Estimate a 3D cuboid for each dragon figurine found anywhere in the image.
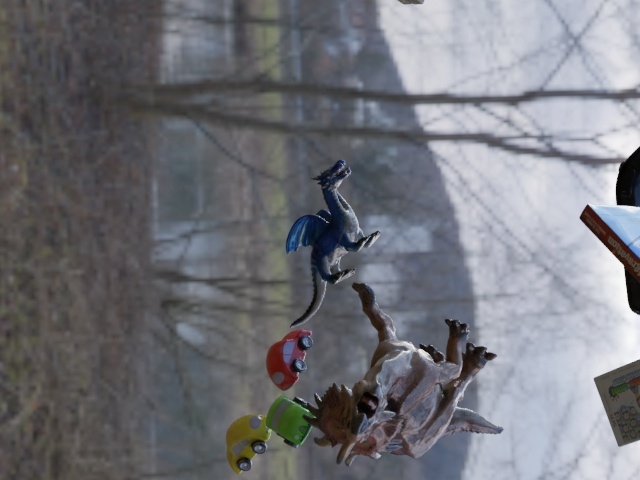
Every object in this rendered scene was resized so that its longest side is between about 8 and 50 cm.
[{"bbox_3d":[0.000,0.000,2.224,0.289,0.144,0.085,-58,165,26],"label":"dragon figurine"}]

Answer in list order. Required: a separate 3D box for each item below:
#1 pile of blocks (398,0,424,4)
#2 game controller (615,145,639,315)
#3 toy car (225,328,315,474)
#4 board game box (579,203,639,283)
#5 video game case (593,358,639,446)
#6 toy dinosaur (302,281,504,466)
[{"bbox_3d":[-0.015,-0.424,1.787,0.149,0.362,0.112,102,9,-82],"label":"pile of blocks"},{"bbox_3d":[0.509,-0.030,1.978,0.166,0.067,0.319,-48,140,-29],"label":"game controller"},{"bbox_3d":[-0.064,0.239,1.898,0.239,0.053,0.225,-63,-163,-3],"label":"toy car"},{"bbox_3d":[0.478,0.009,1.702,0.145,0.281,0.027,53,-49,42],"label":"board game box"},{"bbox_3d":[0.599,0.307,2.513,0.157,0.019,0.143,-36,-112,52],"label":"video game case"},{"bbox_3d":[0.086,0.182,1.428,0.295,0.127,0.200,46,62,-47],"label":"toy dinosaur"}]
